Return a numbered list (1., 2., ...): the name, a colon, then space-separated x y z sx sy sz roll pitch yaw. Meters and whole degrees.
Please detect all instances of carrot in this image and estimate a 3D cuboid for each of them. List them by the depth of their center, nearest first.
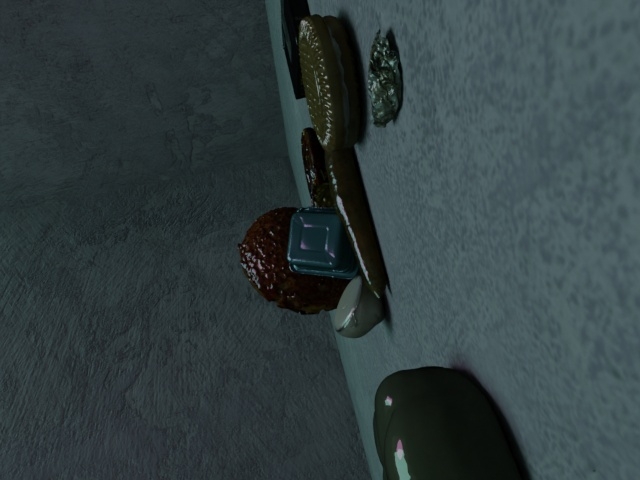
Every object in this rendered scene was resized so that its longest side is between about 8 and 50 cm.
1. carrot: 0.070 -0.043 0.923 0.070 0.070 0.343 96 160 -75

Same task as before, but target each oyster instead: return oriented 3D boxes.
1. oyster: 0.074 -0.209 0.589 0.098 0.037 0.101 107 151 -80

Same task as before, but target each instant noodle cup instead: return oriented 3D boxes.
1. instant noodle cup: 0.000 0.000 1.004 0.070 0.179 0.157 12 -97 -60

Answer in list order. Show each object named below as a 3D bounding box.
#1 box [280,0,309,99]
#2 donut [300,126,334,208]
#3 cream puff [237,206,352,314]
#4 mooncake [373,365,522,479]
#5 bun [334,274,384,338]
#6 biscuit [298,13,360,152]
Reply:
1. box: -0.068 -0.565 1.298 0.350 0.058 0.212 117 142 -82
2. donut: 0.013 -0.165 1.102 0.216 0.095 0.230 -103 4 -46
3. cream puff: -0.045 0.038 1.210 0.229 0.350 0.351 -51 36 30
4. mooncake: 0.138 0.284 0.536 0.275 0.135 0.275 172 90 -88
5. bun: 0.094 0.150 0.980 0.138 0.094 0.138 -61 13 24
6. biscuit: 0.016 -0.288 0.844 0.259 0.079 0.259 166 90 -85
